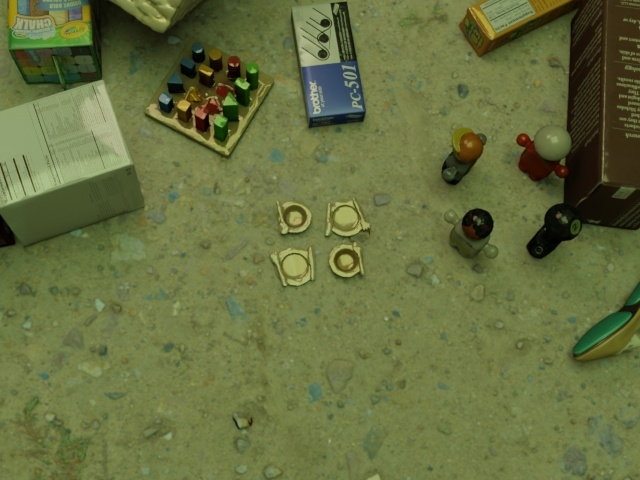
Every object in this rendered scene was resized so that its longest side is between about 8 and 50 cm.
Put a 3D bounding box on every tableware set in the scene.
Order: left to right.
[{"bbox_3d":[0.000,0.000,1.622,0.169,0.020,0.141,-4,74,-5],"label":"tableware set"}]

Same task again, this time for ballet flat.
[{"bbox_3d":[0.499,0.129,1.597,0.232,0.080,0.073,-42,96,-13],"label":"ballet flat"}]

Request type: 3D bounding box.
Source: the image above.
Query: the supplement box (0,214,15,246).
[{"bbox_3d":[-0.543,-0.042,1.476,0.130,0.239,0.073,-16,74,-9],"label":"supplement box"}]

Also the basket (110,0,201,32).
[{"bbox_3d":[-0.256,-0.546,1.533,0.331,0.328,0.266,34,37,-9],"label":"basket"}]

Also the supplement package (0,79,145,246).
[{"bbox_3d":[-0.393,-0.114,1.533,0.203,0.194,0.149,-19,76,-10],"label":"supplement package"}]

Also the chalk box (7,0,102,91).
[{"bbox_3d":[-0.427,-0.334,1.628,0.132,0.132,0.213,-3,73,-6],"label":"chalk box"}]

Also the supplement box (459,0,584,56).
[{"bbox_3d":[0.360,-0.406,1.740,0.233,0.078,0.080,-26,80,-11],"label":"supplement box"}]

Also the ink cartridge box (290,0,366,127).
[{"bbox_3d":[0.012,-0.297,1.696,0.097,0.046,0.207,-8,75,-6],"label":"ink cartridge box"}]

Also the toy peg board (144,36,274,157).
[{"bbox_3d":[-0.182,-0.249,1.650,0.161,0.079,0.161,28,73,4],"label":"toy peg board"}]

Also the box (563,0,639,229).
[{"bbox_3d":[0.492,-0.229,1.639,0.143,0.191,0.381,9,74,-2],"label":"box"}]

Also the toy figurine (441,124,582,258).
[{"bbox_3d":[0.299,-0.076,1.601,0.210,0.148,0.213,1,74,-4],"label":"toy figurine"}]
